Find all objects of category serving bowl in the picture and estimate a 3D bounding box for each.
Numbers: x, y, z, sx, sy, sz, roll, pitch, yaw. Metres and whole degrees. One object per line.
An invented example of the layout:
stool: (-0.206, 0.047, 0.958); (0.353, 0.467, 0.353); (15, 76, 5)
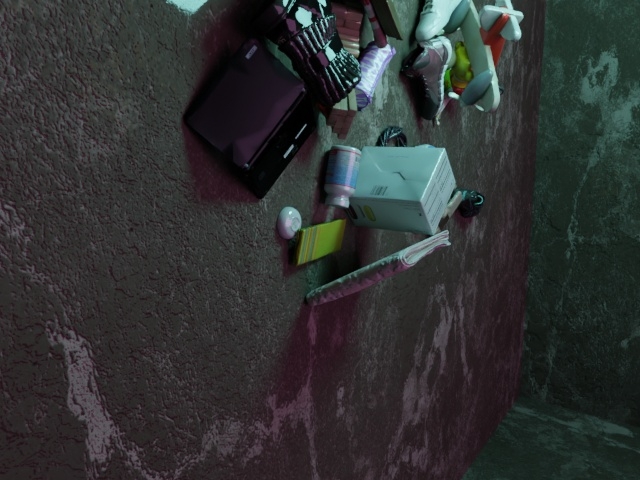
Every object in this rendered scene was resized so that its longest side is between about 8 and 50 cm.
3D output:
serving bowl: (-0.073, -0.043, 1.385); (0.083, 0.027, 0.083); (-18, 112, -53)

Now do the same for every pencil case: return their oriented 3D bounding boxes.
pencil case: (0.136, -0.470, 1.547); (0.086, 0.088, 0.206); (51, 55, -49)

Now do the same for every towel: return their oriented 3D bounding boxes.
towel: (0.166, 0.079, 1.511); (0.317, 0.331, 0.053); (-18, 82, -53)
towel: (0.091, -0.682, 1.395); (0.329, 0.037, 0.237); (54, 24, -44)
towel: (0.000, 0.000, 1.488); (0.237, 0.021, 0.102); (-18, 124, -58)

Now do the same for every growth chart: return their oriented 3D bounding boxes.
growth chart: (0.456, -0.566, 2.047); (0.237, 0.021, 0.172); (-56, 137, -33)

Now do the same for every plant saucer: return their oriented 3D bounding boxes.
plant saucer: (0.154, -0.652, 1.428); (0.278, 0.041, 0.278); (-19, 90, -72)

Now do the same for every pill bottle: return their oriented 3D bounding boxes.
pill bottle: (0.057, -0.172, 1.494); (0.087, 0.087, 0.160); (14, 85, -55)

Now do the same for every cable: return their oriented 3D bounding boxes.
cable: (0.228, -0.292, 1.761); (0.150, 0.047, 0.185); (41, 61, -42)

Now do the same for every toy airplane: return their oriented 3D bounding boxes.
toy airplane: (0.515, -0.643, 1.863); (0.386, 0.272, 0.385); (-96, 180, -68)

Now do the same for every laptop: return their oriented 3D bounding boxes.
laptop: (-0.140, -0.258, 1.209); (0.234, 0.136, 0.264); (-54, 165, -10)

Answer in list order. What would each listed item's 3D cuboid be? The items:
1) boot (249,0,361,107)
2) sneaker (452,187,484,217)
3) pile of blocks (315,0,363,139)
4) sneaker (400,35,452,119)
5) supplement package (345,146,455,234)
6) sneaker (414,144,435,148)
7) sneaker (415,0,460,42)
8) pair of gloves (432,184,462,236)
boot: (0.008, -0.493, 1.246); (0.260, 0.131, 0.348); (40, 61, -25)
sneaker: (0.648, -0.153, 2.332); (0.267, 0.106, 0.101); (16, 82, -56)
pile of blocks: (0.028, -0.446, 1.408); (0.112, 0.149, 0.362); (7, 79, -13)
sneaker: (0.330, -0.534, 1.830); (0.162, 0.106, 0.282); (-13, 126, -24)
supplement package: (0.221, -0.148, 1.580); (0.204, 0.261, 0.145); (-62, 140, -27)
sneaker: (0.395, -0.242, 1.968); (0.085, 0.086, 0.237); (-60, 141, -31)
sneaker: (0.363, -0.802, 1.813); (0.169, 0.108, 0.293); (49, 60, -31)
pair of gloves: (0.453, -0.125, 2.064); (0.204, 0.042, 0.240); (-57, 150, -3)
